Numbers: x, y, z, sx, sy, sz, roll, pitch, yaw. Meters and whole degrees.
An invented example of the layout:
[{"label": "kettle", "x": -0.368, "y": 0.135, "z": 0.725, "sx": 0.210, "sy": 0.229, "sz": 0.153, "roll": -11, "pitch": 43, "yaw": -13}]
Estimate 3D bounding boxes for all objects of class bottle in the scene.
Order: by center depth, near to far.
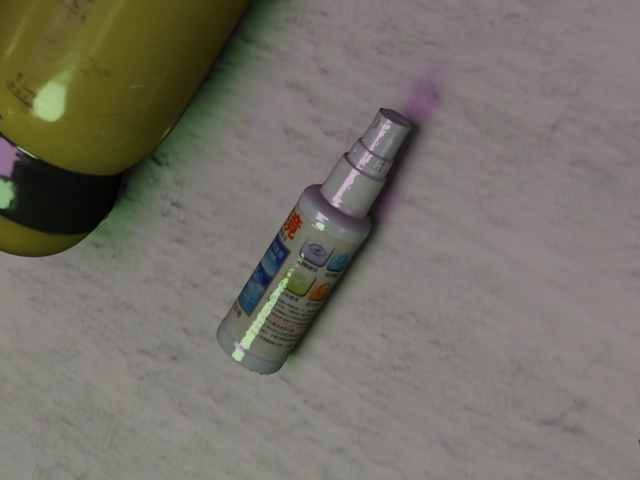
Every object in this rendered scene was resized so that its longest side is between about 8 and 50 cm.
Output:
[{"label": "bottle", "x": 0.000, "y": 0.000, "z": 1.064, "sx": 0.060, "sy": 0.060, "sz": 0.217, "roll": 45, "pitch": 114, "yaw": 26}, {"label": "bottle", "x": -0.173, "y": -0.143, "z": 1.119, "sx": 0.171, "sy": 0.171, "sz": 0.351, "roll": 46, "pitch": 117, "yaw": 25}]

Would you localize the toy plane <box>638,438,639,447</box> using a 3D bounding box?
[{"label": "toy plane", "x": 0.230, "y": 0.159, "z": 0.921, "sx": 0.080, "sy": 0.033, "sz": 0.083, "roll": -23, "pitch": 78, "yaw": 18}]
